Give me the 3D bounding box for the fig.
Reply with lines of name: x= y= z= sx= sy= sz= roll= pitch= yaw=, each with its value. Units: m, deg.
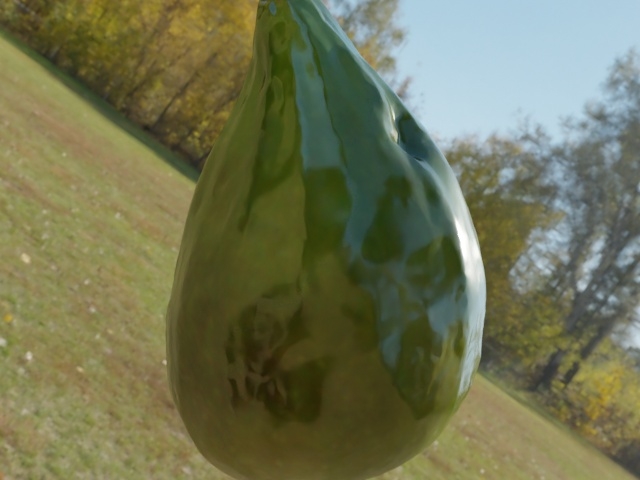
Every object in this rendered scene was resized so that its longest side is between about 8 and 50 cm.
fig: x=0.010 y=0.011 z=0.423 sx=0.167 sy=0.233 sz=0.167 roll=21 pitch=13 yaw=-5
